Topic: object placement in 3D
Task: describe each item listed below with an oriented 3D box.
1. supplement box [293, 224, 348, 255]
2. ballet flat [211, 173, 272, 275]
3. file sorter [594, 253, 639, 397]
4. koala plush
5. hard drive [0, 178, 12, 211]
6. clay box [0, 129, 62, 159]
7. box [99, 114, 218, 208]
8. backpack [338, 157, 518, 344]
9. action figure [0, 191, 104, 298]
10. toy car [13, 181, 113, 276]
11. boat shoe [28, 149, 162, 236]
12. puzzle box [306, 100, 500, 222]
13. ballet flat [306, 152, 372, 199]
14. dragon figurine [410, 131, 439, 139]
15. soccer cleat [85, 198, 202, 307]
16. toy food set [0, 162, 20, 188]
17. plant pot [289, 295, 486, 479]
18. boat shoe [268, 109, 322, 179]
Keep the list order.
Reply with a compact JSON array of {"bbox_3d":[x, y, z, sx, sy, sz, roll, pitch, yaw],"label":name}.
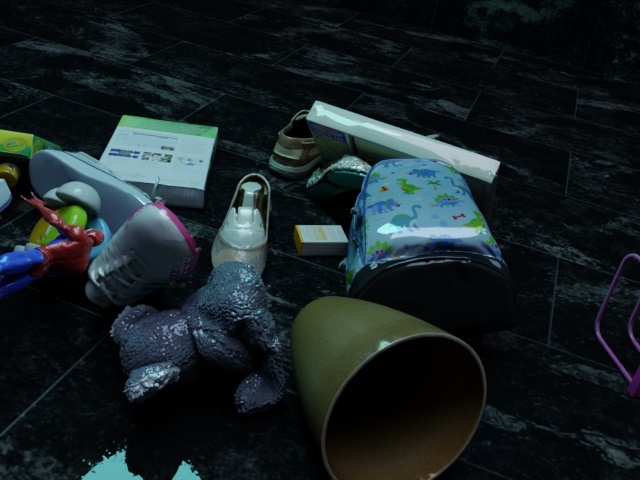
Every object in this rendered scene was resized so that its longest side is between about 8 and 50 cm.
[{"bbox_3d":[0.000,0.000,1.330,0.099,0.036,0.062,0,34,-16],"label":"supplement box"},{"bbox_3d":[-0.147,-0.036,1.278,0.108,0.106,0.316,7,33,-6],"label":"ballet flat"},{"bbox_3d":[0.669,0.144,1.153,0.291,0.202,0.182,5,32,-10],"label":"file sorter"},{"bbox_3d":[-0.182,0.140,0.942,0.221,0.203,0.196,-14,38,-14],"label":"koala plush"},{"bbox_3d":[-0.612,-0.005,0.885,0.319,0.040,0.210,-7,28,9],"label":"hard drive"},{"bbox_3d":[-0.614,-0.187,1.324,0.128,0.053,0.222,7,-1,-6],"label":"clay box"},{"bbox_3d":[-0.361,-0.184,1.493,0.233,0.058,0.322,7,34,-7],"label":"box"},{"bbox_3d":[0.177,0.003,1.213,0.290,0.273,0.355,-4,19,4],"label":"backpack"},{"bbox_3d":[-0.436,0.021,0.924,0.139,0.091,0.280,28,30,21],"label":"action figure"},{"bbox_3d":[-0.416,-0.003,1.114,0.136,0.159,0.182,34,-23,-30],"label":"toy car"},{"bbox_3d":[-0.370,-0.067,1.249,0.367,0.135,0.156,28,24,22],"label":"boat shoe"},{"bbox_3d":[0.181,-0.155,1.440,0.409,0.272,0.052,22,75,18],"label":"puzzle box"},{"bbox_3d":[0.043,-0.146,1.419,0.091,0.077,0.241,28,-19,-27],"label":"ballet flat"},{"bbox_3d":[0.227,-0.189,1.643,0.289,0.143,0.085,12,28,39],"label":"dragon figurine"},{"bbox_3d":[-0.274,0.042,0.979,0.143,0.331,0.116,-42,95,-25],"label":"soccer cleat"},{"bbox_3d":[-0.687,-0.125,1.251,0.233,0.111,0.104,0,34,-13],"label":"toy food set"},{"bbox_3d":[0.058,0.183,0.926,0.237,0.237,0.254,-6,20,-24],"label":"plant pot"},{"bbox_3d":[-0.023,-0.263,1.655,0.123,0.116,0.324,18,33,11],"label":"boat shoe"}]
